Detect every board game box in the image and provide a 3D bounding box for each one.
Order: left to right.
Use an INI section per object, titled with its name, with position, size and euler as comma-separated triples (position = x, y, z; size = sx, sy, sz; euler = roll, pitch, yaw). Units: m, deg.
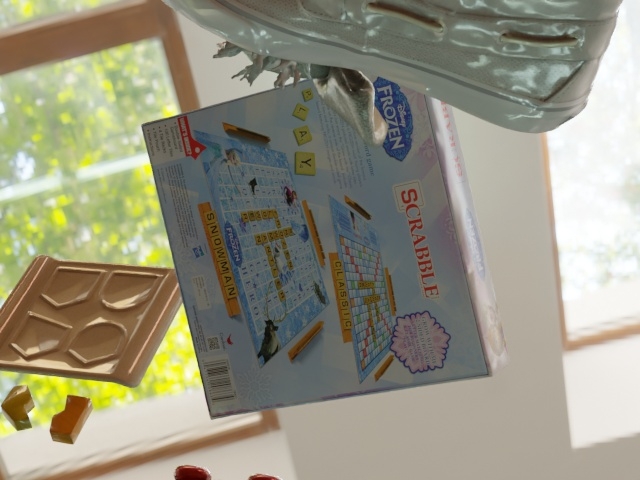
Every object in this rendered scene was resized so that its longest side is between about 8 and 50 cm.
[board game box]
position = 0.000, 0.000, 1.295
size = 0.318, 0.319, 0.066
euler = -11, -177, 26

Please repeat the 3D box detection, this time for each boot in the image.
[boot]
position = 0.037, -0.155, 0.694
size = 0.258, 0.123, 0.095
euler = 17, -137, 0

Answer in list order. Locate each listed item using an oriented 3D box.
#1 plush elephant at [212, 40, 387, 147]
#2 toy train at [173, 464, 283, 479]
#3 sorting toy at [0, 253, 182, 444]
[plush elephant]
position = 0.018, -0.229, 1.090
size = 0.330, 0.272, 0.255
euler = -45, -170, -13
[toy train]
position = -0.165, 0.283, 1.369
size = 0.248, 0.143, 0.105
euler = 3, -105, 19
[sorting toy]
position = -0.322, 0.137, 1.674
size = 0.229, 0.041, 0.307
euler = 7, -138, 16
